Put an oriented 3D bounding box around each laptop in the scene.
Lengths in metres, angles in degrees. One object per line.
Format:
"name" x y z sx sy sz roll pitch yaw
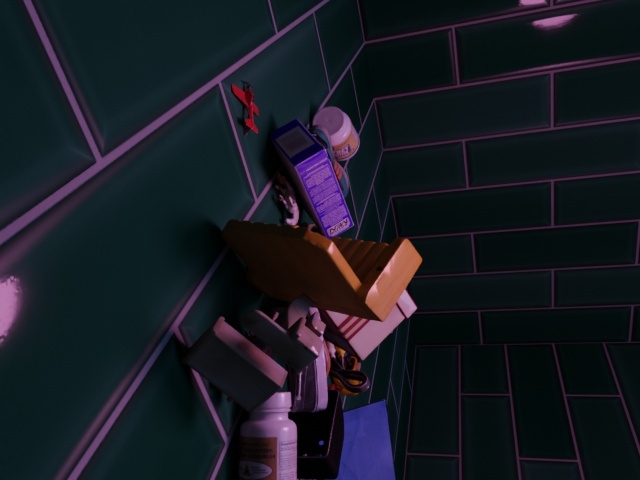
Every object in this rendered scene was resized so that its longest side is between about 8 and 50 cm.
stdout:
"laptop" 0.069 0.740 1.569 0.408 0.237 0.381 -40 123 -70

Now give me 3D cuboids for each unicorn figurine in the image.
"unicorn figurine" -0.094 -0.113 1.556 0.111 0.060 0.161 52 37 -60

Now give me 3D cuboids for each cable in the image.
"cable" 0.045 0.386 1.631 0.287 0.140 0.072 -147 -141 -70

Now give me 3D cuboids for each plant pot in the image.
"plant pot" -0.028 0.513 1.363 0.187 0.188 0.166 -75 149 -48

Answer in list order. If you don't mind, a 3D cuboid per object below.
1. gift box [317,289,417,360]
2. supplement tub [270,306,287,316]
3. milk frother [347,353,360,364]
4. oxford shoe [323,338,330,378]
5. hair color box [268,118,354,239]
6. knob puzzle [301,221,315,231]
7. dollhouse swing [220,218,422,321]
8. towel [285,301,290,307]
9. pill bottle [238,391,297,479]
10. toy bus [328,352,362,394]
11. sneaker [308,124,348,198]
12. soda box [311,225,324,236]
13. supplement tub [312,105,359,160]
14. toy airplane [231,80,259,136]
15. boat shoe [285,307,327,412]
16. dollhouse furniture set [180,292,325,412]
"gift box" 0.104 0.167 1.534 0.258 0.255 0.276 -43 118 -16
"supplement tub" -0.102 0.237 1.424 0.071 0.071 0.107 45 43 -65
"milk frother" 0.127 0.410 2.118 0.143 0.129 0.135 -54 177 23
"oxford shoe" -0.032 0.398 1.575 0.098 0.097 0.271 26 61 -63
"hair color box" -0.021 -0.176 1.598 0.185 0.110 0.338 54 -9 40
"knob puzzle" -0.050 0.038 1.711 0.213 0.030 0.212 -4 90 -73
"dollhouse swing" 0.000 0.000 1.252 0.315 0.347 0.304 -50 133 -36
"towel" -0.086 0.230 1.568 0.102 0.021 0.237 53 36 -66
"pill bottle" -0.119 0.463 1.204 0.131 0.131 0.229 38 49 -67
"toy bus" 0.095 0.471 1.945 0.202 0.105 0.190 38 50 -68
"sneaker" 0.014 -0.251 1.886 0.121 0.108 0.302 -71 143 -51
"soda box" -0.011 0.010 1.701 0.169 0.054 0.060 -61 144 -60
"supplement tub" 0.057 -0.398 1.979 0.200 0.145 0.144 40 48 -66
"toy airplane" -0.186 -0.341 1.370 0.151 0.028 0.151 -5 90 -71
"boat shoe" -0.058 0.274 1.330 0.113 0.105 0.305 138 -50 -60
"dollhouse furniture set" -0.121 0.160 1.135 0.174 0.303 0.355 41 28 -10
